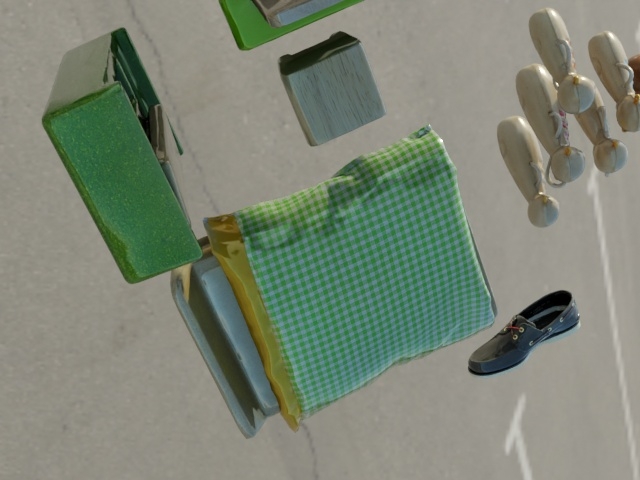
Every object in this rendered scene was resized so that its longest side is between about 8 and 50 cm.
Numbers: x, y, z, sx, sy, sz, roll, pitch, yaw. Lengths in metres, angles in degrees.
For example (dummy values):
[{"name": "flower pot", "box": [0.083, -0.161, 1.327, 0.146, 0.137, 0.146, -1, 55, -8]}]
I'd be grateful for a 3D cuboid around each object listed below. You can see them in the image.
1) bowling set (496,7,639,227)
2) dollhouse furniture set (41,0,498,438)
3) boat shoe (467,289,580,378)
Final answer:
[{"name": "bowling set", "box": [0.331, -0.149, 1.186, 0.287, 0.200, 0.154, 84, -8, -65]}, {"name": "dollhouse furniture set", "box": [0.000, 0.000, 0.595, 0.151, 0.198, 0.301, -116, -177, -64]}, {"name": "boat shoe", "box": [0.201, 0.093, 1.018, 0.133, 0.049, 0.042, -28, 122, -14]}]
